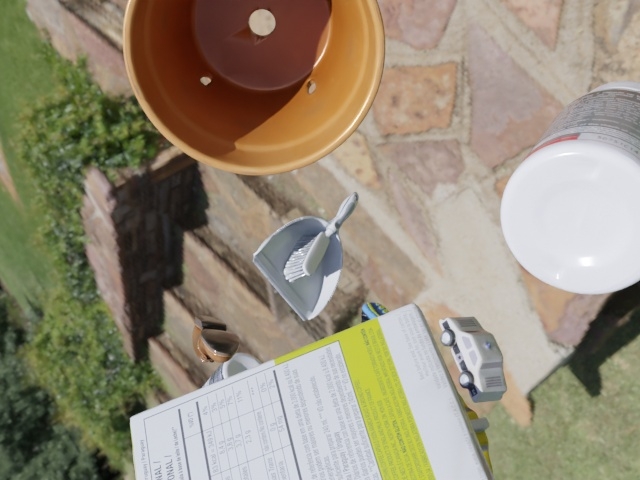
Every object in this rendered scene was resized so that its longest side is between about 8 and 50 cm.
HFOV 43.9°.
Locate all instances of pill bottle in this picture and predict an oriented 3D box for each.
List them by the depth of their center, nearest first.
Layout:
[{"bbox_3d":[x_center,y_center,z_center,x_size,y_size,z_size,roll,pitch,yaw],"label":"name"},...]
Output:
[{"bbox_3d":[0.312,-0.073,0.869,0.161,0.283,0.161,14,121,24],"label":"pill bottle"},{"bbox_3d":[-0.247,0.408,2.102,0.130,0.130,0.246,52,135,13],"label":"pill bottle"}]

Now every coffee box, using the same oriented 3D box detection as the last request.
[{"bbox_3d":[0.036,0.333,0.834,0.338,0.334,0.338,60,-172,-52],"label":"coffee box"}]

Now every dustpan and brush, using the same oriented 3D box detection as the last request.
[{"bbox_3d":[0.000,0.000,1.229,0.060,0.211,0.147,-15,124,42],"label":"dustpan and brush"}]

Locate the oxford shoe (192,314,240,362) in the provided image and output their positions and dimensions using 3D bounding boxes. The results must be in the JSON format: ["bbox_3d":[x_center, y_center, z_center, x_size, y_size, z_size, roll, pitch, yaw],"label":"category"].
[{"bbox_3d":[-0.202,0.203,1.505,0.212,0.076,0.076,-155,80,-73],"label":"oxford shoe"}]

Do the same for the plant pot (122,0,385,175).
[{"bbox_3d":[-0.076,-0.250,0.964,0.203,0.290,0.291,-95,-14,-64],"label":"plant pot"}]

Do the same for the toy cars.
[{"bbox_3d":[0.288,0.286,1.509,0.176,0.394,0.087,35,132,-8],"label":"toy cars"}]

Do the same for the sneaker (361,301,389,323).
[{"bbox_3d":[0.137,0.209,1.681,0.188,0.067,0.078,-124,37,-49],"label":"sneaker"}]
